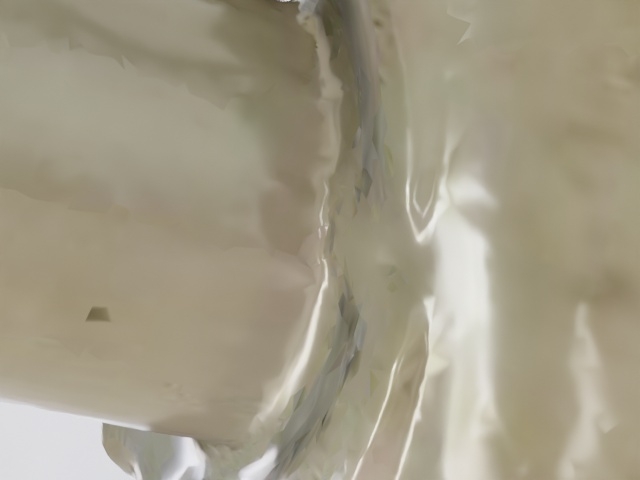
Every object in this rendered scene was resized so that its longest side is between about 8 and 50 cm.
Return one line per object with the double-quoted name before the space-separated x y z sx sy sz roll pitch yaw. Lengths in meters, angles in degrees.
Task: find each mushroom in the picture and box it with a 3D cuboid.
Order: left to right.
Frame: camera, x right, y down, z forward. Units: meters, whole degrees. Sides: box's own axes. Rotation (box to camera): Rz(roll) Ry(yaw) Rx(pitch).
"mushroom" 0.000 0.000 0.417 0.336 0.314 0.314 16 -5 -17
